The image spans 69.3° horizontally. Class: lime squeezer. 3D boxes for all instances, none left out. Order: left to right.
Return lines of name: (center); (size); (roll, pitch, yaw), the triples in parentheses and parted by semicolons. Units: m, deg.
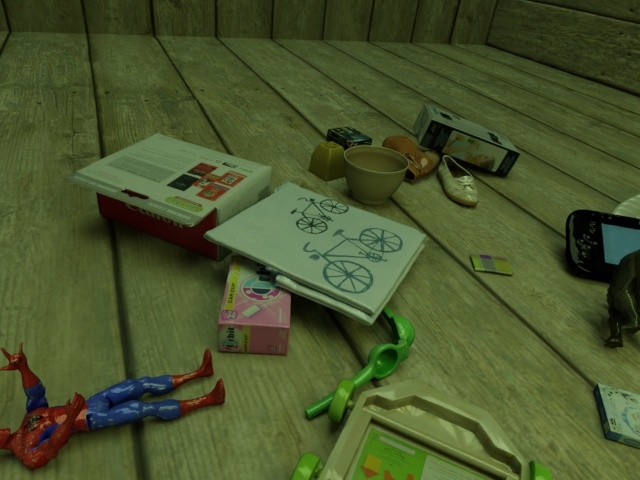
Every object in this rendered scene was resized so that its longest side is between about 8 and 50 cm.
lime squeezer: (0.085, 0.160, 0.724); (0.109, 0.059, 0.310); (18, 35, 15)

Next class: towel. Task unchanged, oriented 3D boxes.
towel: (0.364, 0.051, 0.984); (0.083, 0.010, 0.060); (7, 34, 1)

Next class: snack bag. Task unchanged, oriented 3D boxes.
snack bag: (0.000, 0.000, 0.866); (0.342, 0.037, 0.323); (22, 32, 17)

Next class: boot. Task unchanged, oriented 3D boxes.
boot: (0.234, -0.241, 1.349); (0.197, 0.073, 0.152); (25, 41, 30)

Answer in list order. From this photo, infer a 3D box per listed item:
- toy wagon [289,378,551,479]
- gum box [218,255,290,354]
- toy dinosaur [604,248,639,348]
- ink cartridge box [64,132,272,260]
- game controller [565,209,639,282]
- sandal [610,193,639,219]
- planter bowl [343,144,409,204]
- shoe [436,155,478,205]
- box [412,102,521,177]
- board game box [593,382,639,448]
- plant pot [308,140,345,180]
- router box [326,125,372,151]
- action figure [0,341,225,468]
toy wagon: (0.098, 0.301, 0.503); (0.267, 0.068, 0.344); (19, 36, 17)
gum box: (-0.104, 0.098, 0.774); (0.107, 0.062, 0.188); (4, 33, -5)
toy dinosaur: (0.542, 0.087, 0.791); (0.120, 0.314, 0.161); (-8, 51, 26)
ink cartridge box: (-0.301, -0.088, 0.958); (0.309, 0.130, 0.272); (19, 37, 18)
game controller: (0.690, 0.027, 0.993); (0.318, 0.067, 0.167); (11, 70, 5)
sandal: (0.826, -0.049, 1.142); (0.416, 0.102, 0.169); (-33, 68, -24)
planter bowl: (0.132, -0.157, 1.164); (0.161, 0.109, 0.162); (5, 33, -3)
shoe: (0.372, -0.165, 1.268); (0.076, 0.058, 0.219); (0, 34, -10)
box: (0.438, -0.307, 1.409); (0.289, 0.087, 0.169); (19, 31, -7)
board game box: (0.457, 0.260, 0.676); (0.089, 0.020, 0.090); (14, 34, 11)
plant pot: (0.025, -0.222, 1.266); (0.081, 0.083, 0.081); (-20, 42, -36)
router box: (0.091, -0.320, 1.467); (0.092, 0.038, 0.122); (-16, 40, -32)
action figure: (-0.265, 0.180, 0.562); (0.280, 0.139, 0.091); (-14, 37, -25)
